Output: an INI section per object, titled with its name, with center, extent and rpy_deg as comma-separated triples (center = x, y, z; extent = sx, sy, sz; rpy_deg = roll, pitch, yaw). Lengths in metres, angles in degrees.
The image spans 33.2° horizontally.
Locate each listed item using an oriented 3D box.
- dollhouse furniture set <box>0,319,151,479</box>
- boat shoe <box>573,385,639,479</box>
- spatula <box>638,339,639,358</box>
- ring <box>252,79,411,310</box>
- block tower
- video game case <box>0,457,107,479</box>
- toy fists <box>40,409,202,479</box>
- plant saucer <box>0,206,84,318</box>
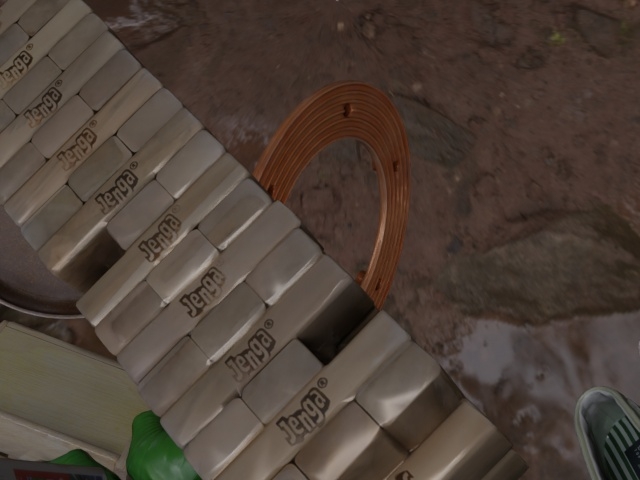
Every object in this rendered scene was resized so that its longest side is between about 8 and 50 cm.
[dollhouse furniture set]
center = -0.371, 0.338, 1.499
extent = 0.256, 0.362, 0.394
rpy_deg = 20, 128, 6
[boat shoe]
center = 0.273, 0.230, 0.838
extent = 0.094, 0.302, 0.109
rpy_deg = 36, 105, -24
[spatula]
center = 0.398, 0.098, 1.099
extent = 0.168, 0.019, 0.242
rpy_deg = -49, 141, -9
[ring]
center = 0.000, 0.000, 1.105
extent = 0.032, 0.336, 0.337
rpy_deg = 17, 104, 29
[block tower]
center = -0.062, 0.002, 0.472
extent = 0.097, 0.091, 0.335
rpy_deg = -45, 57, -3
[video game case]
center = -0.147, 0.217, 0.597
extent = 0.023, 0.183, 0.201
rpy_deg = -30, 67, 12
[toy fists]
center = -0.142, 0.199, 0.819
extent = 0.279, 0.142, 0.096
rpy_deg = -26, 107, -14
[plant saucer]
center = -0.305, -0.054, 1.286
extent = 0.310, 0.050, 0.311
rpy_deg = 5, 73, -15
